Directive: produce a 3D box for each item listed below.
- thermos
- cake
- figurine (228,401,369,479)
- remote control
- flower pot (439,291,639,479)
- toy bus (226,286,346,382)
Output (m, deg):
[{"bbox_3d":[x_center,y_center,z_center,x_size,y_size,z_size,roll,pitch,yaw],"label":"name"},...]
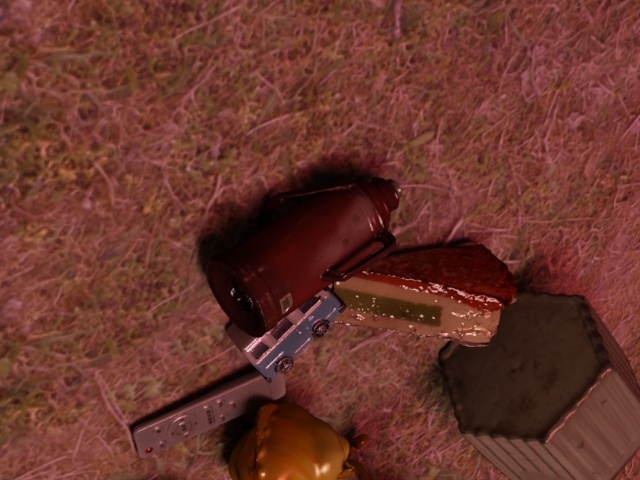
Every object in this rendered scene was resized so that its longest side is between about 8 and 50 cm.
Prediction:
[{"bbox_3d":[0.001,0.003,1.186,0.232,0.124,0.099,-34,136,-26],"label":"thermos"},{"bbox_3d":[0.131,0.075,1.332,0.220,0.117,0.086,-9,128,-35],"label":"cake"},{"bbox_3d":[-0.019,0.264,1.342,0.246,0.156,0.131,37,48,-61],"label":"figurine"},{"bbox_3d":[-0.126,0.189,1.272,0.184,0.027,0.050,-22,132,-20],"label":"remote control"},{"bbox_3d":[0.294,0.196,1.470,0.189,0.239,0.209,44,57,-44],"label":"flower pot"},{"bbox_3d":[-0.040,0.087,1.247,0.123,0.060,0.075,-44,131,-3],"label":"toy bus"}]
